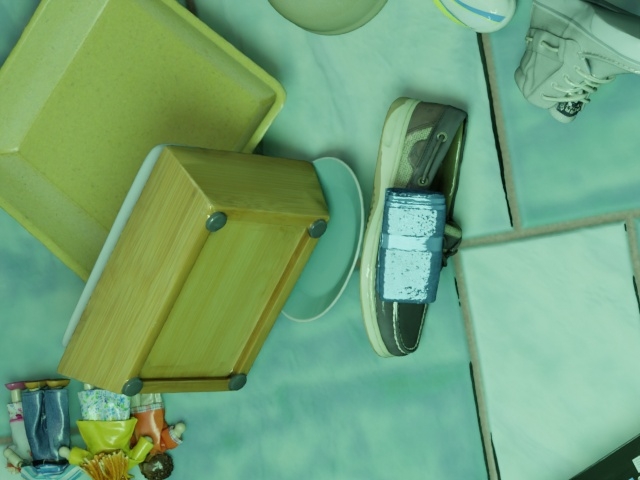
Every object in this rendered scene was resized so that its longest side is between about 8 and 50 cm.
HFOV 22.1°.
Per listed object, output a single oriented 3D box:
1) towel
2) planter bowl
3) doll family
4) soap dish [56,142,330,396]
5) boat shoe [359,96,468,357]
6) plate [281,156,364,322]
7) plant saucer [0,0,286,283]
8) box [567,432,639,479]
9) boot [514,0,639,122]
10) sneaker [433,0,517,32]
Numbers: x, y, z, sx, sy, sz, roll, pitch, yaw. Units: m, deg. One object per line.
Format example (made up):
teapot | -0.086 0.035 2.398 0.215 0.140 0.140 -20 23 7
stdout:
towel | 0.095 0.006 1.720 0.067 0.029 0.119 5 100 2
planter bowl | -0.008 -0.312 1.814 0.162 0.109 0.162 1 91 25
doll family | -0.293 0.244 1.946 0.263 0.118 0.163 -8 88 24
soap dish | -0.133 0.041 1.793 0.118 0.229 0.291 42 114 35
boat shoe | 0.107 -0.012 1.775 0.092 0.103 0.285 6 88 28
plate | 0.000 0.000 1.825 0.188 0.024 0.188 -25 59 52
plant saucer | -0.228 -0.131 1.931 0.333 0.081 0.332 40 105 18
box | 0.318 0.355 1.651 0.322 0.079 0.257 -41 65 31
boot | 0.274 -0.173 1.647 0.095 0.258 0.123 11 107 -18
sneaker | 0.111 -0.322 1.751 0.091 0.126 0.240 -42 75 19
